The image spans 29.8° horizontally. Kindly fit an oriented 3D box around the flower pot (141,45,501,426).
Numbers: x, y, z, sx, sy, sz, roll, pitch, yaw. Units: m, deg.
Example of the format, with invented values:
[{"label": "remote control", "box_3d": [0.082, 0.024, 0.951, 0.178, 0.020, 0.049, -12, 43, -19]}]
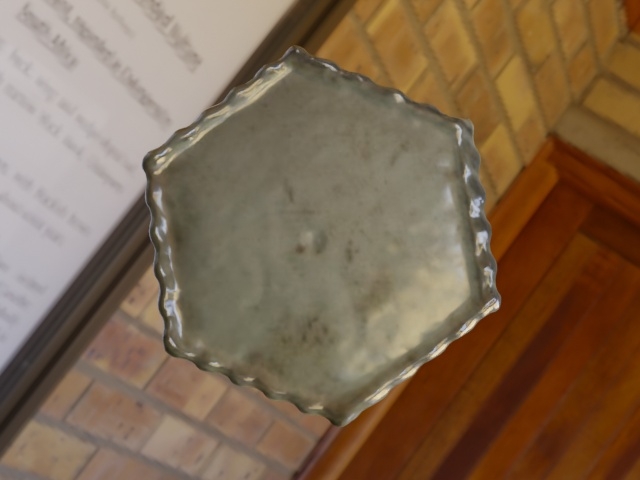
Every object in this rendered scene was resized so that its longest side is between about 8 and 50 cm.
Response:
[{"label": "flower pot", "box_3d": [0.000, 0.000, 0.811, 0.239, 0.209, 0.189, 24, -2, 3]}]
